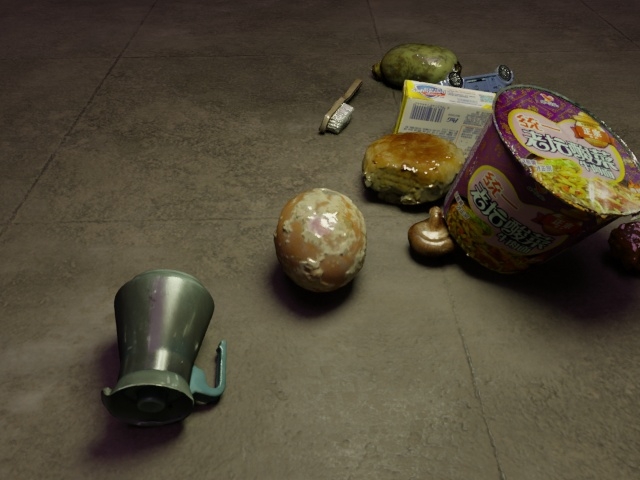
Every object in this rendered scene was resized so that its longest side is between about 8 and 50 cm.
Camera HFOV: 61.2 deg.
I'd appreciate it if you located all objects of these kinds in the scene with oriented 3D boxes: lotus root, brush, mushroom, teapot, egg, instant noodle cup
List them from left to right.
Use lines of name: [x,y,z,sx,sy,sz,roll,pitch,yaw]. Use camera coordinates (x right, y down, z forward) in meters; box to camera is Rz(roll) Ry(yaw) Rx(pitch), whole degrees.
teapot: [-0.256,0.181,0.911,0.203,0.171,0.225,19,42,-25]
egg: [0.000,0.000,1.083,0.194,0.195,0.233,4,50,5]
brush: [0.084,-0.417,1.674,0.065,0.070,0.327,27,43,3]
lotus root: [0.309,-0.568,1.781,0.309,0.173,0.173,15,42,27]
mushroom: [0.250,-0.011,1.176,0.126,0.085,0.109,-15,70,-14]
instant noodle cup: [0.416,-0.097,1.081,0.339,0.266,0.340,13,49,-16]

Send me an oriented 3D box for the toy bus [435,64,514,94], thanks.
toy bus: [0.442,-0.422,1.593,0.292,0.133,0.125,-16,-2,-27]

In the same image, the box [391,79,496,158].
box: [0.335,-0.319,1.448,0.264,0.168,0.097,7,46,-2]

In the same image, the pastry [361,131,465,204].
pastry: [0.228,-0.182,1.352,0.256,0.121,0.236,11,38,16]

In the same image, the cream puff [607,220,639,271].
cream puff: [0.669,0.014,1.143,0.116,0.094,0.122,25,69,31]
